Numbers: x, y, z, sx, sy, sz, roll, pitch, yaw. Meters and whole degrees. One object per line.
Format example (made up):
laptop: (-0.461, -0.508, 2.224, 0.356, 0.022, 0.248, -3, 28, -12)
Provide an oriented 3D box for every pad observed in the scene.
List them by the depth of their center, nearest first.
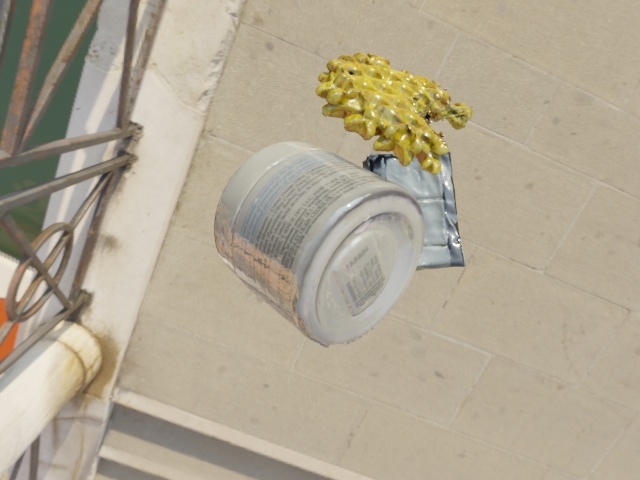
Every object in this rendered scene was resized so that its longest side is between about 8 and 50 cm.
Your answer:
pad: (0.178, -0.056, 0.947, 0.174, 0.022, 0.233, -6, 81, -4)

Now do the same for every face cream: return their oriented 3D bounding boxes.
face cream: (0.000, 0.000, 0.526, 0.177, 0.153, 0.177, -24, 130, -31)

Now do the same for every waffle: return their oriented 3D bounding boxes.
waffle: (0.122, -0.234, 0.825, 0.260, 0.293, 0.069, 31, 127, 4)
